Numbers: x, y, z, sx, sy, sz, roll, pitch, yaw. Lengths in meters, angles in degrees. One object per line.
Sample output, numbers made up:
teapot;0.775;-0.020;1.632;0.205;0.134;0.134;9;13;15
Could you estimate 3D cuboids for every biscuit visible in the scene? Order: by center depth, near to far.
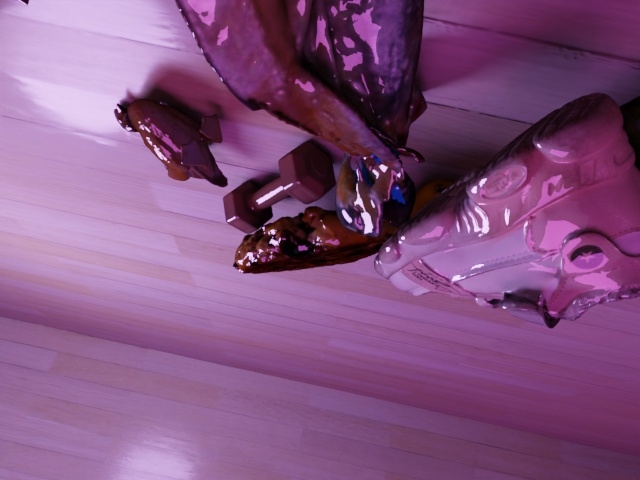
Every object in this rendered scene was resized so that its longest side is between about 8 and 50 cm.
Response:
biscuit;-0.004;0.000;0.785;0.289;0.081;0.334;-3;168;-33

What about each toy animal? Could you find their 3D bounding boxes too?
toy animal;-0.225;-0.146;0.686;0.179;0.089;0.188;16;157;32

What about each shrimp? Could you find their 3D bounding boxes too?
shrimp;0.013;-0.163;0.387;0.110;0.221;0.446;36;158;41

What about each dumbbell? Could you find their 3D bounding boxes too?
dumbbell;-0.074;-0.081;0.730;0.092;0.082;0.231;29;148;-31

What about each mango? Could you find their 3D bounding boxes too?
mango;0.194;-0.040;0.723;0.101;0.066;0.187;9;158;9

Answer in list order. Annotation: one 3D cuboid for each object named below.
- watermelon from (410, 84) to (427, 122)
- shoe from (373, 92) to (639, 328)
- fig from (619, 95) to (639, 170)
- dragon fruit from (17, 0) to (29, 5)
watermelon;0.084;-0.179;0.530;0.084;0.072;0.092;12;115;25
shoe;0.210;0.015;0.508;0.198;0.172;0.351;52;150;4
fig;0.429;-0.090;0.473;0.235;0.203;0.203;-26;153;-12
dragon fruit;-0.209;-0.268;0.191;0.302;0.240;0.330;-22;-177;4
